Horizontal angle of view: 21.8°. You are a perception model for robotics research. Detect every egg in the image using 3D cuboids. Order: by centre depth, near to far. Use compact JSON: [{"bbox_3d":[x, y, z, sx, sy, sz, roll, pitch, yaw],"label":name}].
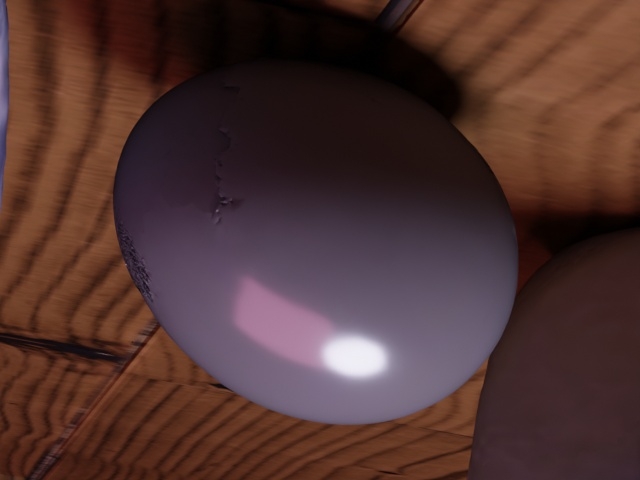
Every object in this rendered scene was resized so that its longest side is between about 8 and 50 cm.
[{"bbox_3d":[0.000,0.000,0.696,0.146,0.146,0.198,-4,155,38],"label":"egg"}]

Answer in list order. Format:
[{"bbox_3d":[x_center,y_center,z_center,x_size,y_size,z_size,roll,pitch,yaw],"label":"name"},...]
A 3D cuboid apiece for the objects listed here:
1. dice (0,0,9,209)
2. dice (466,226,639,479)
[{"bbox_3d":[-0.261,-0.020,0.529,0.270,0.270,0.271,9,165,3],"label":"dice"},{"bbox_3d":[0.240,0.140,0.884,0.259,0.251,0.243,1,165,26],"label":"dice"}]
